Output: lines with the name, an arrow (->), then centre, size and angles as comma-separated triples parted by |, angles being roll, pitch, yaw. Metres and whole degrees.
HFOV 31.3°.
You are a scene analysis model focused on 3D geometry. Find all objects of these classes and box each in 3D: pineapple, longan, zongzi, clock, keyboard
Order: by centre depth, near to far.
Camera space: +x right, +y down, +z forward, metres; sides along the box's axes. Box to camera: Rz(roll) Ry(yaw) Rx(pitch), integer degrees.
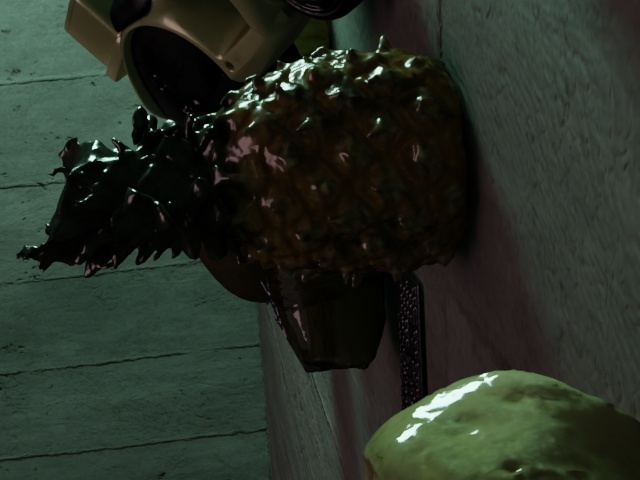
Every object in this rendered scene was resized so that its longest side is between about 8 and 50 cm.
pineapple -> -0.050, -0.034, 0.721 | 0.158, 0.278, 0.158 | 171, 90, -83
keyboard -> 0.075, 0.119, 0.923 | 0.063, 0.010, 0.198 | -122, 27, -71
clock -> -0.106, -0.224, 0.994 | 0.120, 0.276, 0.379 | -49, -3, -29
zongzi -> 0.000, 0.000, 1.062 | 0.242, 0.112, 0.221 | -83, -14, -85
longan -> -0.074, -0.007, 1.433 | 0.187, 0.167, 0.167 | 72, -176, -49

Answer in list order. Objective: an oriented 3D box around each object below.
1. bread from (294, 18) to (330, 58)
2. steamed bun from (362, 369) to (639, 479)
bread -> -0.071, -0.244, 1.265 | 0.240, 0.139, 0.240 | 174, 90, -83
steamed bun -> 0.097, 0.140, 0.351 | 0.231, 0.110, 0.212 | -139, 26, -76
